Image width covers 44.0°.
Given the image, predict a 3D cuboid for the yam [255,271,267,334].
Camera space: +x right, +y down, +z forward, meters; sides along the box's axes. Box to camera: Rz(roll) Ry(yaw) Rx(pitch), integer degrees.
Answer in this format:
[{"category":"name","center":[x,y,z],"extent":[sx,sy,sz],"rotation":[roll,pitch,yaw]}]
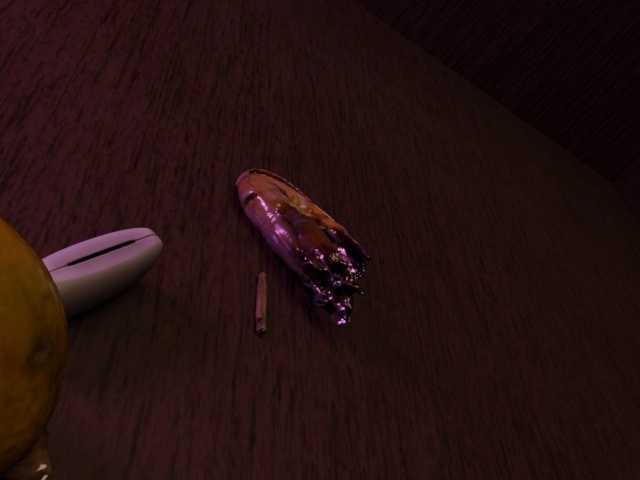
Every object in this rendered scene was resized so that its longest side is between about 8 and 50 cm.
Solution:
[{"category":"yam","center":[-0.069,0.073,0.931],"extent":[0.014,0.014,0.107],"rotation":[29,30,-22]}]

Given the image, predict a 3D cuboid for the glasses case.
[{"category":"glasses case","center":[-0.218,0.034,0.734],"extent":[0.049,0.074,0.193],"rotation":[47,28,6]}]

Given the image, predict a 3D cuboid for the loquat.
[{"category":"loquat","center":[-0.254,0.076,0.502],"extent":[0.246,0.213,0.213],"rotation":[51,25,-15]}]

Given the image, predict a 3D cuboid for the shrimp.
[{"category":"shrimp","center":[-0.005,0.006,1.066],"extent":[0.178,0.075,0.289],"rotation":[10,27,-49]}]
